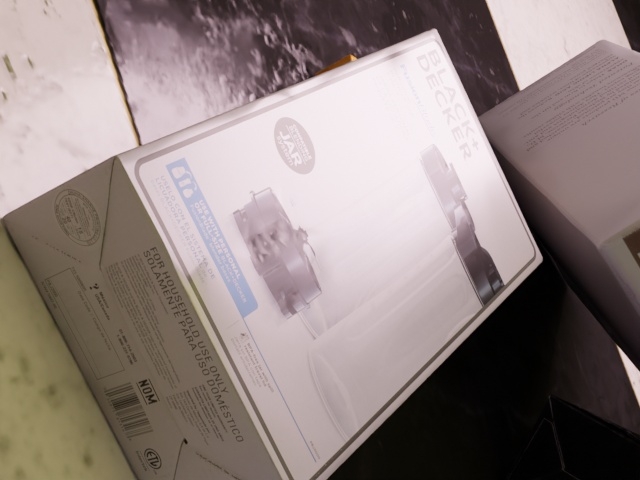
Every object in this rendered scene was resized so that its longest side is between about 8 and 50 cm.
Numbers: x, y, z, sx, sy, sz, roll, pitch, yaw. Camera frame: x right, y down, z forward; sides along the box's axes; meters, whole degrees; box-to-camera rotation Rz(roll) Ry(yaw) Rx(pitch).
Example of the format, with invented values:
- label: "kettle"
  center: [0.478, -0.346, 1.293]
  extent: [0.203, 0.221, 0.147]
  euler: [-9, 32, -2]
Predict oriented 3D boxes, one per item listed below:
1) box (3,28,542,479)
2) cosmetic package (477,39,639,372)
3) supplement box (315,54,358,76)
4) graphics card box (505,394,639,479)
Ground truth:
- label: "box"
  center: [0.000, 0.000, 0.522]
  extent: [0.290, 0.087, 0.169]
  euler: [-31, 97, -51]
- label: "cosmetic package"
  center: [0.270, -0.012, 0.777]
  extent: [0.217, 0.156, 0.385]
  euler: [55, 6, -19]
- label: "supplement box"
  center: [0.033, -0.077, 0.706]
  extent: [0.062, 0.036, 0.098]
  euler: [20, 54, -49]
- label: "graphics card box"
  center: [0.337, 0.247, 0.742]
  extent: [0.371, 0.233, 0.094]
  euler: [26, 92, -37]
